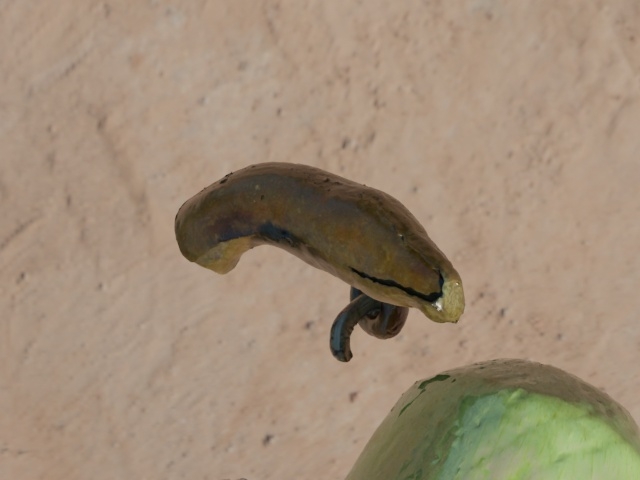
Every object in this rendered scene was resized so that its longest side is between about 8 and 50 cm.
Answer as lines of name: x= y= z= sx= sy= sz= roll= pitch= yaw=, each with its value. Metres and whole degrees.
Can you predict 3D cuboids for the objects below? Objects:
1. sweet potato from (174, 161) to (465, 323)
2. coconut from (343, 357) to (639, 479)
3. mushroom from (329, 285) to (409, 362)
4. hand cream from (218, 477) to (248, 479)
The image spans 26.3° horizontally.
sweet potato: x=0.004 y=0.002 z=1.097 sx=0.286 sy=0.085 sz=0.112 roll=21 pitch=83 yaw=34
coconut: x=0.157 y=0.274 z=1.277 sx=0.328 sy=0.281 sz=0.328 roll=-3 pitch=55 yaw=5
mushroom: x=0.053 y=0.077 z=1.432 sx=0.088 sy=0.073 sz=0.129 roll=-8 pitch=52 yaw=56
hand cream: x=0.042 y=0.310 z=0.969 sx=0.118 sy=0.185 sz=0.359 roll=-40 pitch=90 yaw=-15
